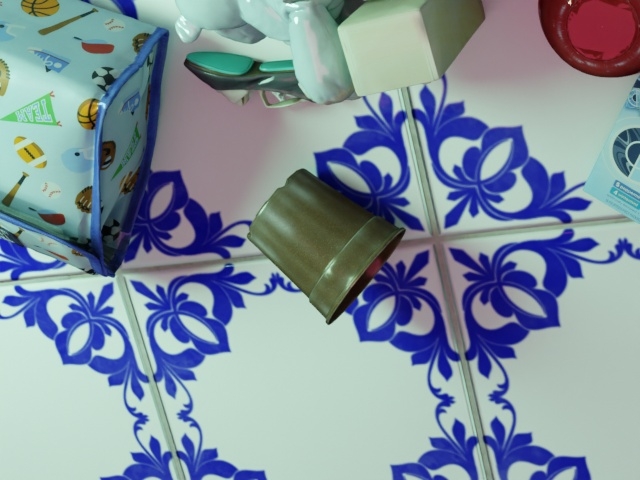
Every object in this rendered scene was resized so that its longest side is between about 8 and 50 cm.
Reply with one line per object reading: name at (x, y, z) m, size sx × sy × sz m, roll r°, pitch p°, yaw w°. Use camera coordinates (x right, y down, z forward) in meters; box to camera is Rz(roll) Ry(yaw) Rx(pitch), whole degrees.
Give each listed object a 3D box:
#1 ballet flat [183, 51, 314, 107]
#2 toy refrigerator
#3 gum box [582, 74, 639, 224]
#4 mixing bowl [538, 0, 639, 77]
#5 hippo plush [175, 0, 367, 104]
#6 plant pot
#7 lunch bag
ballet flat at (-0.087, -0.212, 1.874) m, size 0.203 × 0.074 × 0.074 m, roll 5°, pitch 115°, yaw 14°
toy refrigerator at (0.116, -0.256, 1.668) m, size 0.102 × 0.269 × 0.094 m, roll -10°, pitch 109°, yaw 22°
gum box at (0.430, -0.098, 1.724) m, size 0.157 × 0.041 × 0.184 m, roll 33°, pitch 132°, yaw 16°
mixing bowl at (0.345, -0.269, 1.682) m, size 0.182 × 0.098 × 0.181 m, roll 8°, pitch 116°, yaw 16°
hippo plush at (-0.066, -0.281, 1.731) m, size 0.237 × 0.294 × 0.234 m, roll 0°, pitch 92°, yaw 27°
plant pot at (0.000, 0.000, 1.894) m, size 0.165 × 0.167 × 0.167 m, roll 38°, pitch 120°, yaw 8°
lunch bag at (-0.408, -0.137, 1.931) m, size 0.328 × 0.239 × 0.385 m, roll 22°, pitch 134°, yaw 8°
